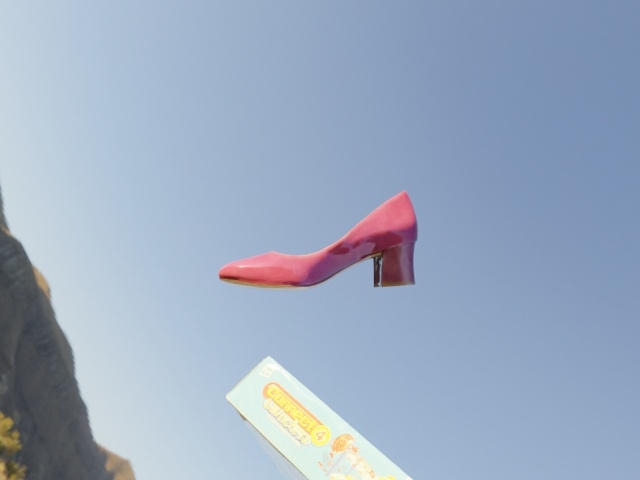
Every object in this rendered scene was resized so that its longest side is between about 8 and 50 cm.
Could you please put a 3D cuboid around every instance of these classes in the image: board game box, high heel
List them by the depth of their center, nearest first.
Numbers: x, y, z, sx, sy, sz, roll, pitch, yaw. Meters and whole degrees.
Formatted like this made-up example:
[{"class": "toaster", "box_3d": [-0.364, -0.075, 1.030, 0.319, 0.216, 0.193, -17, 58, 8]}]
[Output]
[{"class": "board game box", "box_3d": [0.030, 0.354, 0.855, 0.308, 0.086, 0.302, 33, -26, 35]}, {"class": "high heel", "box_3d": [0.000, 0.000, 1.079, 0.127, 0.376, 0.182, 165, -76, -69]}]
